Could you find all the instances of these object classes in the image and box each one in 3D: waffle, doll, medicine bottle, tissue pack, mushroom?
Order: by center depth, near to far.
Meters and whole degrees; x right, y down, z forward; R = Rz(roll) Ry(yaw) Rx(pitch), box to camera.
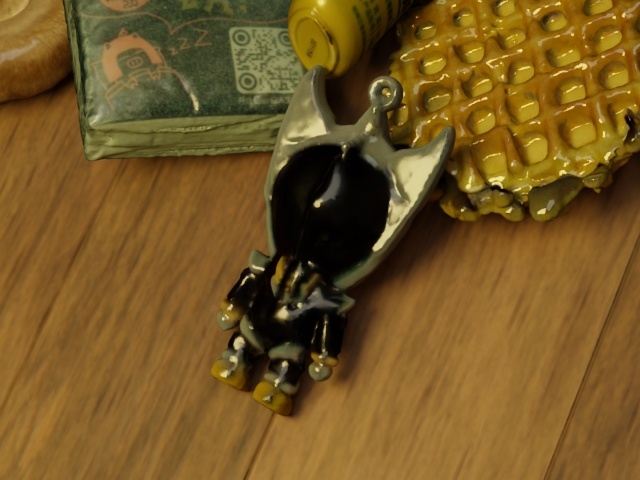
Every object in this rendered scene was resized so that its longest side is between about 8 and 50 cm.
[{"bbox_3d":[0.004,0.002,1.433,0.145,0.103,0.316,29,95,46],"label":"doll"},{"bbox_3d":[0.184,-0.149,1.465,0.329,0.062,0.329,-13,60,22],"label":"waffle"},{"bbox_3d":[0.080,-0.275,1.513,0.076,0.111,0.309,31,60,19],"label":"medicine bottle"},{"bbox_3d":[-0.131,-0.236,1.541,0.227,0.103,0.316,-4,67,-17],"label":"tissue pack"},{"bbox_3d":[-0.352,-0.257,1.608,0.278,0.146,0.278,2,61,-4],"label":"mushroom"}]
